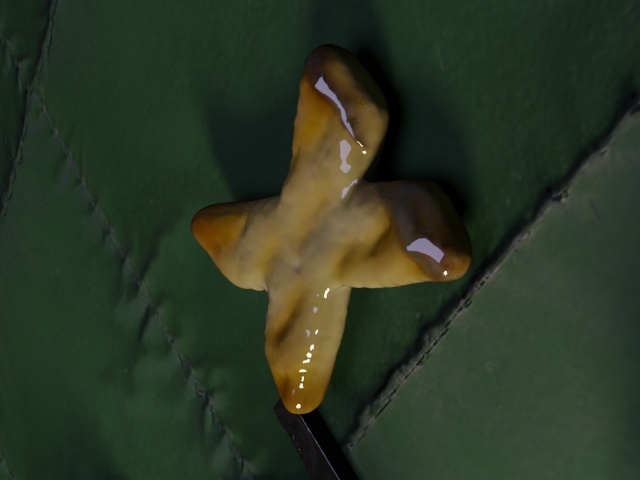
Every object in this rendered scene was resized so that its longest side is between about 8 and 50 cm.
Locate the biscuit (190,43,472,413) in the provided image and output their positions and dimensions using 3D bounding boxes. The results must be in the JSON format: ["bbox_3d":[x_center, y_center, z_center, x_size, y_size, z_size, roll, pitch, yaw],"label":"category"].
[{"bbox_3d":[0.000,-0.001,0.625,0.208,0.047,0.164,-48,63,47],"label":"biscuit"}]

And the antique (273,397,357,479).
[{"bbox_3d":[0.023,0.188,0.683,0.192,0.015,0.031,57,139,22],"label":"antique"}]
